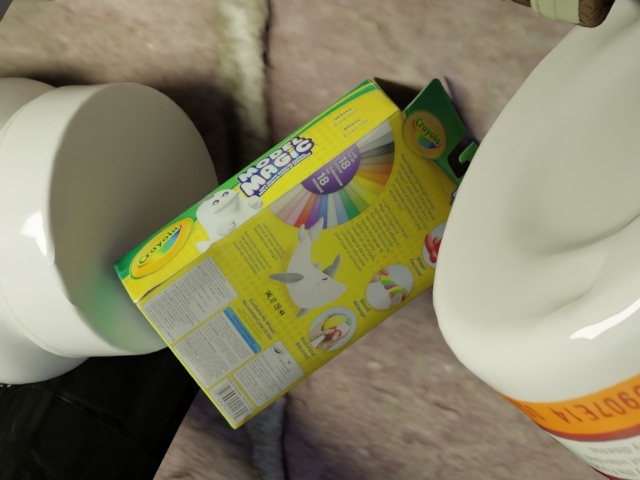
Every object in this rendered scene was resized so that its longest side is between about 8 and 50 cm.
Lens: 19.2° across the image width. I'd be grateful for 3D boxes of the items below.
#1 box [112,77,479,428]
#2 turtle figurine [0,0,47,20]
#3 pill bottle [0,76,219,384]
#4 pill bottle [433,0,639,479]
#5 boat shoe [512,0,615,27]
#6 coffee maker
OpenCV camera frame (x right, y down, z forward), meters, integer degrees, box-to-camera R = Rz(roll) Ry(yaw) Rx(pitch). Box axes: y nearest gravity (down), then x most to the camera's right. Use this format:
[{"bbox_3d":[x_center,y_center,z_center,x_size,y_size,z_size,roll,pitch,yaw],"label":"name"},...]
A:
[{"bbox_3d":[0.000,0.000,0.922,0.105,0.179,0.043,57,178,-39],"label":"box"},{"bbox_3d":[-0.147,-0.183,0.665,0.198,0.275,0.266,36,135,44],"label":"turtle figurine"},{"bbox_3d":[-0.202,-0.001,1.009,0.283,0.161,0.161,-4,137,35],"label":"pill bottle"},{"bbox_3d":[0.256,0.068,0.770,0.392,0.224,0.224,39,143,-20],"label":"pill bottle"},{"bbox_3d":[0.069,-0.176,0.670,0.095,0.095,0.257,20,147,16],"label":"boat shoe"},{"bbox_3d":[-0.133,0.114,1.108,0.171,0.178,0.120,-3,140,38],"label":"coffee maker"}]
